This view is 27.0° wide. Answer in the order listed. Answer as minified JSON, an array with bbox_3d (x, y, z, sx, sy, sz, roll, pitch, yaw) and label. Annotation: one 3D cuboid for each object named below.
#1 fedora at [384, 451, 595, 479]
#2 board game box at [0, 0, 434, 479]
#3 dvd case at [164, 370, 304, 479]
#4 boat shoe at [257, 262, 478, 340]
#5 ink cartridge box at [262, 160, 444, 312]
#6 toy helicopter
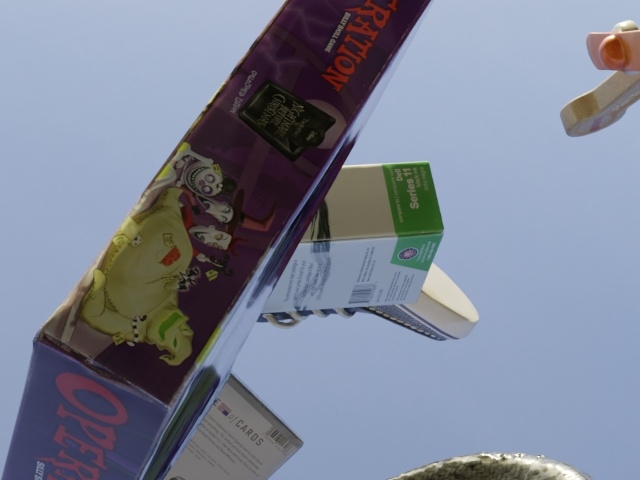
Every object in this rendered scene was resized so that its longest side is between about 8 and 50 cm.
[{"bbox_3d":[0.097,0.237,0.898,0.334,0.334,0.152,-20,-82,-24],"label":"fedora"},{"bbox_3d":[-0.063,0.051,0.544,0.056,0.347,0.208,27,-125,-2],"label":"board game box"},{"bbox_3d":[-0.164,0.244,1.461,0.239,0.029,0.179,-44,-76,3],"label":"dvd case"},{"bbox_3d":[0.003,0.049,1.526,0.340,0.158,0.127,34,-162,4],"label":"boat shoe"},{"bbox_3d":[0.000,0.000,1.301,0.208,0.153,0.087,-4,-118,-11],"label":"ink cartridge box"},{"bbox_3d":[0.398,-0.212,1.602,0.235,0.355,0.140,-13,-106,-32],"label":"toy helicopter"}]
